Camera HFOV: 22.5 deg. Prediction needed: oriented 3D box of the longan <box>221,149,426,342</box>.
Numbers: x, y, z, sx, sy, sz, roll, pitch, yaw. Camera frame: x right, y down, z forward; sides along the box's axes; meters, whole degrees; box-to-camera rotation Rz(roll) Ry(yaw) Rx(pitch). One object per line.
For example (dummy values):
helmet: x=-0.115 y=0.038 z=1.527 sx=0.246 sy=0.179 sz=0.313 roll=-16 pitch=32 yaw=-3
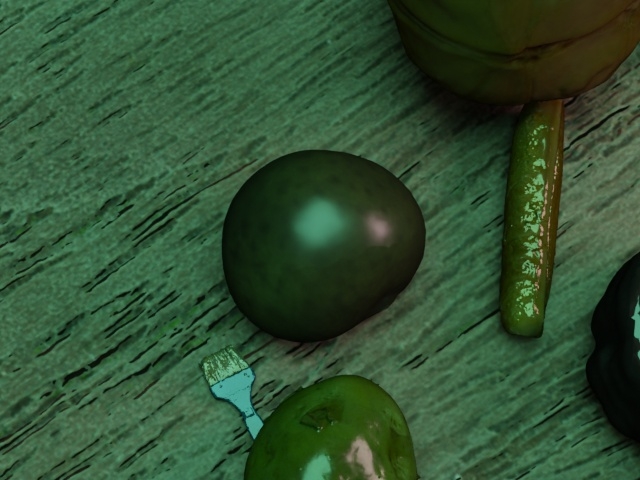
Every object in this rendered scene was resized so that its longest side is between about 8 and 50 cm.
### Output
longan: x=0.000 y=0.000 z=1.693 sx=0.220 sy=0.196 sz=0.196 roll=-26 pitch=73 yaw=-4

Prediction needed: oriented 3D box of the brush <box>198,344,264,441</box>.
brush: x=-0.075 y=0.189 z=1.717 sx=0.051 sy=0.014 sz=0.164 roll=-26 pitch=74 yaw=-9

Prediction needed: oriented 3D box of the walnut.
walnut: x=0.213 y=-0.337 z=1.725 sx=0.308 sy=0.354 sz=0.398 roll=12 pitch=47 yaw=-1

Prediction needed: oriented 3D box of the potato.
potato: x=0.010 y=0.260 z=1.626 sx=0.186 sy=0.148 sz=0.253 roll=32 pitch=63 yaw=-18

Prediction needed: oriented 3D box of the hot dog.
hot dog: x=0.232 y=-0.030 z=1.767 sx=0.061 sy=0.088 sz=0.286 roll=5 pitch=66 yaw=8

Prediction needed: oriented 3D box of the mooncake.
mooncake: x=0.422 y=0.118 z=1.687 sx=0.283 sy=0.141 sz=0.283 roll=3 pitch=71 yaw=-10
